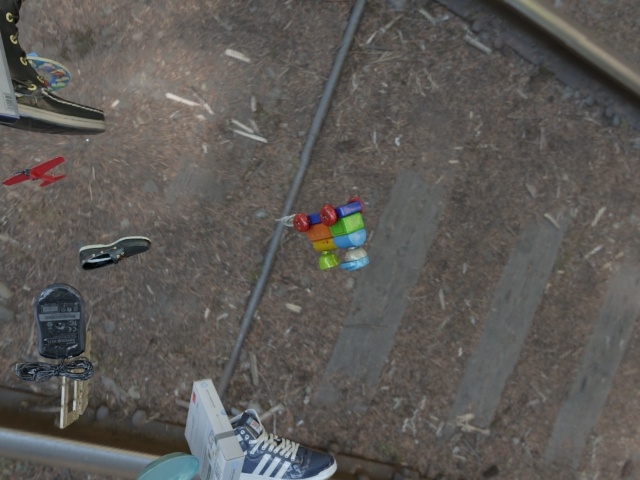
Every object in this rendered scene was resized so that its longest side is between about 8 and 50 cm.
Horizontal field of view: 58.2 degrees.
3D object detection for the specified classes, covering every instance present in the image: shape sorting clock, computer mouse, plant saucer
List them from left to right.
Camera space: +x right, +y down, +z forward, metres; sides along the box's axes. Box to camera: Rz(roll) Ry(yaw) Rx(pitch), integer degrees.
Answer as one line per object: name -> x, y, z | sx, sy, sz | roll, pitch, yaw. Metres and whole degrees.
shape sorting clock -> -0.761, -0.427, 1.500 | 0.206, 0.206, 0.040 | -11, 81, -20
computer mouse -> -0.681, 0.231, 1.490 | 0.188, 0.072, 0.273 | 4, 104, -20
plant saucer -> -0.262, 0.392, 0.967 | 0.119, 0.021, 0.119 | -23, 141, -20

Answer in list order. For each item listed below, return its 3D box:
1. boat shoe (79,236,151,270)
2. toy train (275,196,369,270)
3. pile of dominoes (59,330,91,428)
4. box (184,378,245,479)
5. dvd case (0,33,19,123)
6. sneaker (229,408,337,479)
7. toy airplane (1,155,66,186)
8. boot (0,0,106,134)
boat shoe -> -0.383, 0.025, 1.079 | 0.132, 0.042, 0.049 | -13, 146, -9
toy train -> 0.000, 0.000, 1.258 | 0.105, 0.248, 0.144 | -20, 95, -41
pile of dominoes -> -0.708, 0.385, 1.634 | 0.040, 0.196, 0.251 | 1, 85, -3
box -> -0.197, 0.370, 1.042 | 0.038, 0.186, 0.145 | -4, 123, -31
dvd case -> -0.588, -0.276, 0.856 | 0.238, 0.029, 0.179 | 1, 67, -56
sneaker -> -0.107, 0.474, 1.323 | 0.282, 0.099, 0.153 | -3, 101, 9
toy airplane -> -0.645, -0.148, 1.318 | 0.151, 0.151, 0.028 | -24, 90, -17
boot -> -0.571, -0.359, 1.060 | 0.377, 0.138, 0.285 | 9, 85, -37
